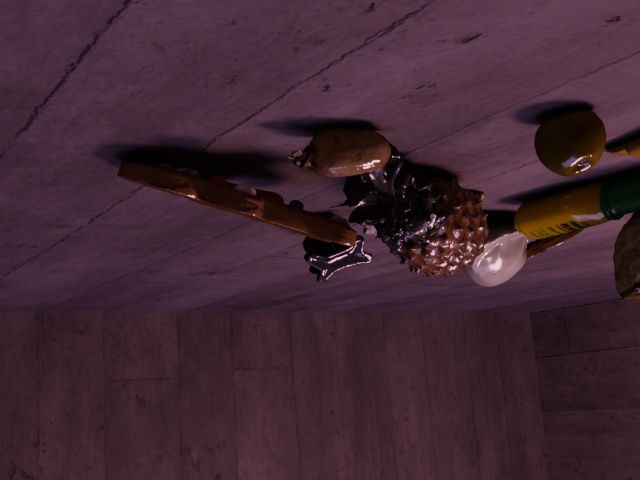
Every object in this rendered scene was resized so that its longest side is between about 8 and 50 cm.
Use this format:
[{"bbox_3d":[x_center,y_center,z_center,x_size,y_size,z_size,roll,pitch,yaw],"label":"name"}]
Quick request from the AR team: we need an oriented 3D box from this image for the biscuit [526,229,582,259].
[{"bbox_3d":[0.494,0.003,1.684,0.175,0.026,0.124,-30,178,34],"label":"biscuit"}]

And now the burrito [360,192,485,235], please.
[{"bbox_3d":[0.179,-0.042,1.357,0.226,0.087,0.060,-3,131,10],"label":"burrito"}]

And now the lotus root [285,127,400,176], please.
[{"bbox_3d":[0.028,-0.111,0.968,0.152,0.063,0.072,-7,-163,-18],"label":"lotus root"}]

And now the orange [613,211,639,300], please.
[{"bbox_3d":[0.684,-0.008,1.356,0.369,0.210,0.271,2,160,-23],"label":"orange"}]

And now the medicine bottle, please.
[{"bbox_3d":[0.482,-0.066,1.337,0.111,0.076,0.309,-5,171,-38],"label":"medicine bottle"}]

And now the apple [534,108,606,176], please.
[{"bbox_3d":[0.319,-0.126,0.976,0.090,0.074,0.089,-16,154,-8],"label":"apple"}]

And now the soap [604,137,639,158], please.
[{"bbox_3d":[0.484,-0.136,1.082,0.089,0.033,0.168,4,168,-23],"label":"soap"}]

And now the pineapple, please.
[{"bbox_3d":[0.137,-0.042,1.152,0.169,0.169,0.340,-10,163,26],"label":"pineapple"}]

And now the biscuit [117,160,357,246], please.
[{"bbox_3d":[-0.111,-0.058,1.073,0.340,0.047,0.216,17,178,-18],"label":"biscuit"}]

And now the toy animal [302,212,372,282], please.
[{"bbox_3d":[-0.002,-0.003,1.484,0.121,0.117,0.210,-28,-161,-12],"label":"toy animal"}]

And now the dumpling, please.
[{"bbox_3d":[0.371,0.010,1.592,0.179,0.131,0.252,-30,159,11],"label":"dumpling"}]
